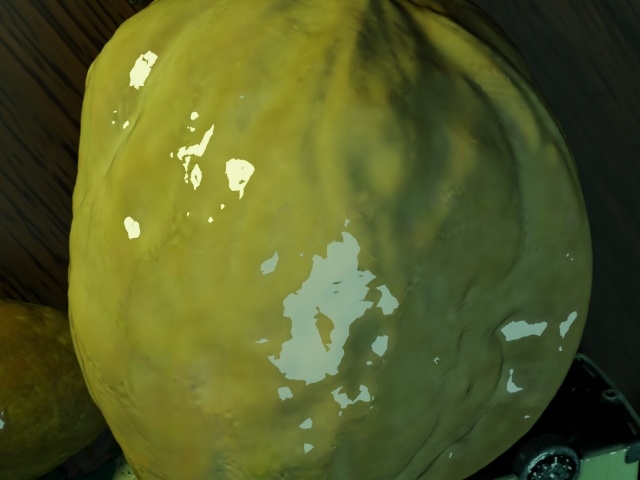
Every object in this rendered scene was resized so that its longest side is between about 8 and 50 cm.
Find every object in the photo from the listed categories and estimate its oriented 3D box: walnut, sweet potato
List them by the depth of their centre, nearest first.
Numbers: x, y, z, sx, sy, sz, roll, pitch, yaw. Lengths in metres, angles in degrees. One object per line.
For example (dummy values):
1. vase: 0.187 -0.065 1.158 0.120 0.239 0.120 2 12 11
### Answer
1. walnut: 0.000 0.000 1.193 0.381 0.381 0.381 -12 126 -16
2. sweet potato: -0.277 0.112 1.267 0.370 0.158 0.157 -17 129 -25

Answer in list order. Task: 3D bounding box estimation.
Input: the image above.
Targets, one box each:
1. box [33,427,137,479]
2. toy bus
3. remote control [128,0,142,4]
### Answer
1. box: -0.145 0.225 1.336 0.092 0.245 0.153 35 103 -34
2. toy bus: 0.112 0.203 1.506 0.276 0.133 0.164 -12 126 -14
3. remote control: -0.096 -0.192 1.216 0.096 0.014 0.039 -41 129 9
